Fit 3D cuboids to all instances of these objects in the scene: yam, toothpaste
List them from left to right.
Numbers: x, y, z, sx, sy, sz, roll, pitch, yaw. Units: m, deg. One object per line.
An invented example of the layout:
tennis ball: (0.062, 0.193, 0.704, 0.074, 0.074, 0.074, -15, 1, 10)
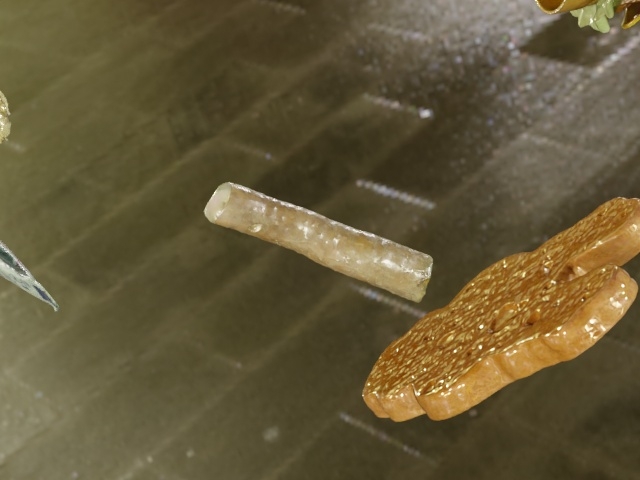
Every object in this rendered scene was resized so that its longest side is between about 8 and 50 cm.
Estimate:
toothpaste: (-0.338, 0.001, 1.369, 0.216, 0.062, 0.037, 34, 77, 26)
yam: (0.000, 0.000, 1.740, 0.300, 0.066, 0.066, 20, 35, -11)

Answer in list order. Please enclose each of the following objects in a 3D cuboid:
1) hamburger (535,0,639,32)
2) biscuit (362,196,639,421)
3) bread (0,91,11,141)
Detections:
hamburger: (0.302, -0.329, 1.250, 0.212, 0.274, 0.274, -5, 33, -5)
biscuit: (0.170, 0.080, 1.282, 0.334, 0.047, 0.202, -32, 17, 38)
bread: (-0.447, -0.176, 1.539, 0.174, 0.245, 0.121, -29, 28, -16)
